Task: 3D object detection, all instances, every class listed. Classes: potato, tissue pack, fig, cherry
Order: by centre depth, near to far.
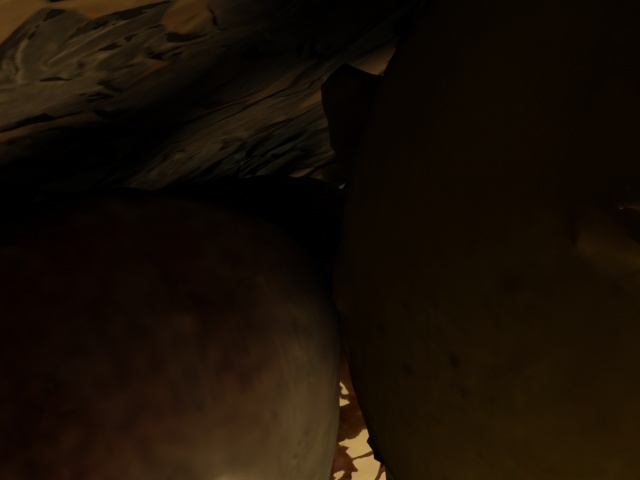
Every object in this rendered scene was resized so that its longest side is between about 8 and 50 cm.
[{"bbox_3d":[0.195,-0.068,0.495,0.385,0.319,0.442,14,-135,35],"label":"potato"},{"bbox_3d":[-0.131,0.138,0.579,0.335,0.291,0.326,-41,139,-14],"label":"cherry"},{"bbox_3d":[-0.010,0.050,0.874,0.286,0.286,0.368,-32,-168,31],"label":"fig"},{"bbox_3d":[-0.016,-0.041,1.010,0.108,0.023,0.056,-33,173,38],"label":"tissue pack"}]

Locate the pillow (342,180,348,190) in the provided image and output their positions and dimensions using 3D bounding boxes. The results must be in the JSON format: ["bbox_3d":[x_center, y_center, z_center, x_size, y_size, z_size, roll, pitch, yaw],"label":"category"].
[{"bbox_3d":[0.076,-0.087,0.938,0.118,0.043,0.185,-31,166,-31],"label":"pillow"}]
